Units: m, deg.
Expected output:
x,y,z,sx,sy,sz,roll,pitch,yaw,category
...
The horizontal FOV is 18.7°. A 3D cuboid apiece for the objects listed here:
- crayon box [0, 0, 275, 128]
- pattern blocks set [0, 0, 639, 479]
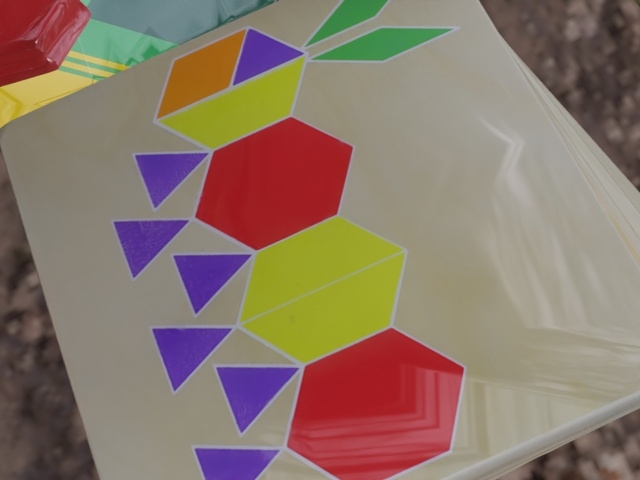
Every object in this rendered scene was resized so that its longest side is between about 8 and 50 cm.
x,y,z,sx,sy,sz,roll,pitch,yaw,category
-0.267,-0.139,1.353,0.313,0.363,0.106,-33,110,-51,crayon box
0.000,0.000,0.490,0.026,0.285,0.325,67,7,-47,pattern blocks set
